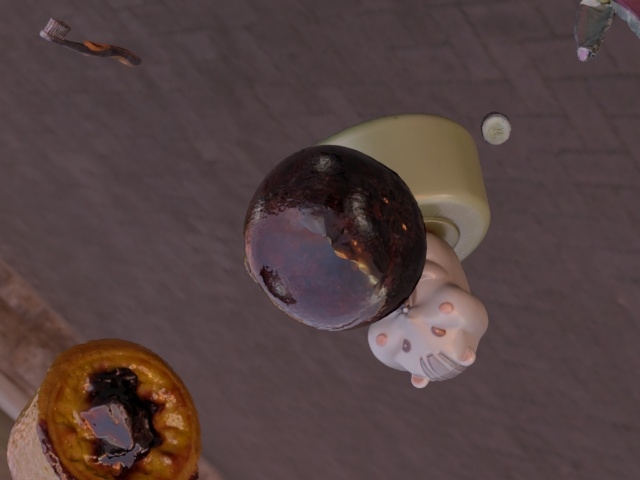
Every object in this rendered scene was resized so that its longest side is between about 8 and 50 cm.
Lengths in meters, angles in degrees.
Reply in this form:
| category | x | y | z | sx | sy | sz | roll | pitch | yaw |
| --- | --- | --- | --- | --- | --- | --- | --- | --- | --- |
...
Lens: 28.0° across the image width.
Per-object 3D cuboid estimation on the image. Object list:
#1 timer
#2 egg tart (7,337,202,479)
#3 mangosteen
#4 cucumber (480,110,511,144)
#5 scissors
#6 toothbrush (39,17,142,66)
| category | x | y | z | sx | sy | sz | roll | pitch | yaw |
| --- | --- | --- | --- | --- | --- | --- | --- | --- | --- |
| timer | 0.113 | 0.038 | 1.682 | 0.290 | 0.291 | 0.315 | 79 | 174 | -61 |
| egg tart | -0.252 | 0.229 | 1.475 | 0.215 | 0.215 | 0.171 | 44 | 135 | -11 |
| mangosteen | 0.003 | 0.001 | 1.441 | 0.216 | 0.216 | 0.216 | 35 | 160 | 15 |
| cucumber | 0.181 | -0.118 | 1.332 | 0.032 | 0.032 | 0.133 | 40 | -169 | 0 |
| scissors | 0.179 | -0.156 | 0.794 | 0.134 | 0.187 | 0.020 | 6 | 126 | -1 |
| toothbrush | -0.302 | -0.259 | 1.725 | 0.023 | 0.031 | 0.321 | 41 | -173 | 9 |
